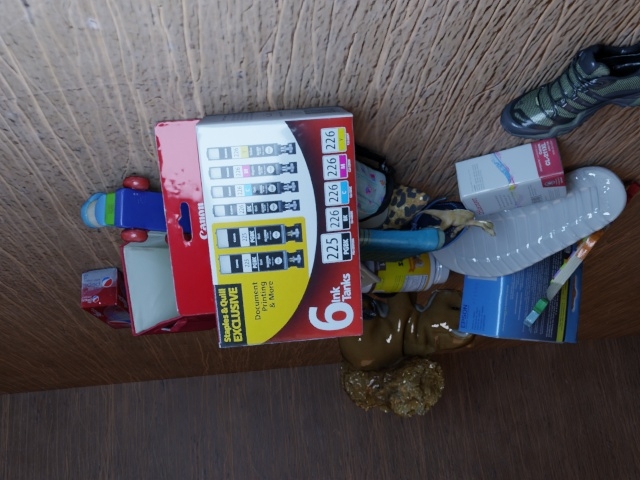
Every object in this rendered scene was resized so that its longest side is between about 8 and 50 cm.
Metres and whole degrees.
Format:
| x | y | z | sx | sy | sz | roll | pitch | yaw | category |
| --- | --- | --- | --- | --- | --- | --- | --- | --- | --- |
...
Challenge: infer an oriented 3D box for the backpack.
| x | y | z | sx | sy | sz | roll | pitch | yaw | category |
| --- | --- | --- | --- | --- | --- | --- | --- | --- | --- |
| 0.020 | -0.089 | 1.103 | 0.152 | 0.115 | 0.182 | -16 | 157 | 34 | backpack |

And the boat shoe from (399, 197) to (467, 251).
| x | y | z | sx | sy | sz | roll | pitch | yaw | category |
| --- | --- | --- | --- | --- | --- | --- | --- | --- | --- |
| 0.187 | -0.014 | 1.400 | 0.089 | 0.108 | 0.258 | 13 | 152 | -37 | boat shoe |

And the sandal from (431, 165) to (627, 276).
| x | y | z | sx | sy | sz | roll | pitch | yaw | category |
| --- | --- | --- | --- | --- | --- | --- | --- | --- | --- |
| 0.419 | -0.033 | 1.397 | 0.416 | 0.169 | 0.102 | -19 | -170 | 35 | sandal |

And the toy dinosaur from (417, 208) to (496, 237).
| x | y | z | sx | sy | sz | roll | pitch | yaw | category |
| --- | --- | --- | --- | --- | --- | --- | --- | --- | --- |
| 0.235 | -0.042 | 1.259 | 0.183 | 0.053 | 0.093 | 12 | 160 | -24 | toy dinosaur |

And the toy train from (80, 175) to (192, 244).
| x | y | z | sx | sy | sz | roll | pitch | yaw | category |
| --- | --- | --- | --- | --- | --- | --- | --- | --- | --- |
| -0.277 | -0.043 | 1.191 | 0.143 | 0.105 | 0.248 | -1 | 176 | 39 | toy train |

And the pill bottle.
| x | y | z | sx | sy | sz | roll | pitch | yaw | category |
| --- | --- | --- | --- | --- | --- | --- | --- | --- | --- |
| 0.189 | 0.063 | 1.604 | 0.215 | 0.117 | 0.117 | 0 | 161 | -18 | pill bottle |

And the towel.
| x | y | z | sx | sy | sz | roll | pitch | yaw | category |
| --- | --- | --- | --- | --- | --- | --- | --- | --- | --- |
| 0.000 | 0.000 | 1.204 | 0.371 | 0.040 | 0.271 | 4 | 172 | -13 | towel |

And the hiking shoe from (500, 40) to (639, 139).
| x | y | z | sx | sy | sz | roll | pitch | yaw | category |
| --- | --- | --- | --- | --- | --- | --- | --- | --- | --- |
| 0.348 | -0.216 | 0.921 | 0.227 | 0.086 | 0.114 | -19 | 145 | 18 | hiking shoe |

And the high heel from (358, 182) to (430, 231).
| x | y | z | sx | sy | sz | roll | pitch | yaw | category |
| --- | --- | --- | --- | --- | --- | --- | --- | --- | --- |
| 0.050 | -0.057 | 1.230 | 0.261 | 0.093 | 0.186 | -11 | 169 | 42 | high heel |

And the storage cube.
| x | y | z | sx | sy | sz | roll | pitch | yaw | category |
| --- | --- | --- | --- | --- | --- | --- | --- | --- | --- |
| -0.255 | 0.072 | 1.349 | 0.193 | 0.214 | 0.184 | 4 | 159 | -46 | storage cube |

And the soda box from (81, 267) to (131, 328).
| x | y | z | sx | sy | sz | roll | pitch | yaw | category |
| --- | --- | --- | --- | --- | --- | --- | --- | --- | --- |
| -0.499 | 0.147 | 1.659 | 0.084 | 0.092 | 0.263 | -5 | 162 | -1 | soda box |

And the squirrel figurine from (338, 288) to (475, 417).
| x | y | z | sx | sy | sz | roll | pitch | yaw | category |
| --- | --- | --- | --- | --- | --- | --- | --- | --- | --- |
| 0.243 | 0.292 | 1.871 | 0.371 | 0.396 | 0.281 | -1 | 158 | 11 | squirrel figurine |

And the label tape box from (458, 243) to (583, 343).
| x | y | z | sx | sy | sz | roll | pitch | yaw | category |
| --- | --- | --- | --- | --- | --- | --- | --- | --- | --- |
| 0.482 | 0.108 | 1.602 | 0.348 | 0.249 | 0.115 | 11 | 174 | -42 | label tape box |

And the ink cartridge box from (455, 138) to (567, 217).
| x | y | z | sx | sy | sz | roll | pitch | yaw | category |
| --- | --- | --- | --- | --- | --- | --- | --- | --- | --- |
| 0.340 | -0.109 | 1.216 | 0.175 | 0.072 | 0.127 | -13 | 161 | 18 | ink cartridge box |

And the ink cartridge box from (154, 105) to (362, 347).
| x | y | z | sx | sy | sz | roll | pitch | yaw | category |
| --- | --- | --- | --- | --- | --- | --- | --- | --- | --- |
| -0.088 | -0.019 | 0.953 | 0.272 | 0.309 | 0.130 | -5 | -164 | -4 | ink cartridge box |

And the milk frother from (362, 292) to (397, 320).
| x | y | z | sx | sy | sz | roll | pitch | yaw | category |
| --- | --- | --- | --- | --- | --- | --- | --- | --- | --- |
| 0.148 | 0.123 | 1.729 | 0.129 | 0.143 | 0.134 | 1 | 164 | 1 | milk frother |

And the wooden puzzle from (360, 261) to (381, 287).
| x | y | z | sx | sy | sz | roll | pitch | yaw | category |
| --- | --- | --- | --- | --- | --- | --- | --- | --- | --- |
| -0.019 | 0.064 | 1.513 | 0.221 | 0.044 | 0.239 | 40 | 140 | -27 | wooden puzzle |

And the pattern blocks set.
| x | y | z | sx | sy | sz | roll | pitch | yaw | category |
| --- | --- | --- | --- | --- | --- | --- | --- | --- | --- |
| 0.543 | 0.039 | 1.447 | 0.325 | 0.026 | 0.285 | -46 | 161 | -18 | pattern blocks set |
